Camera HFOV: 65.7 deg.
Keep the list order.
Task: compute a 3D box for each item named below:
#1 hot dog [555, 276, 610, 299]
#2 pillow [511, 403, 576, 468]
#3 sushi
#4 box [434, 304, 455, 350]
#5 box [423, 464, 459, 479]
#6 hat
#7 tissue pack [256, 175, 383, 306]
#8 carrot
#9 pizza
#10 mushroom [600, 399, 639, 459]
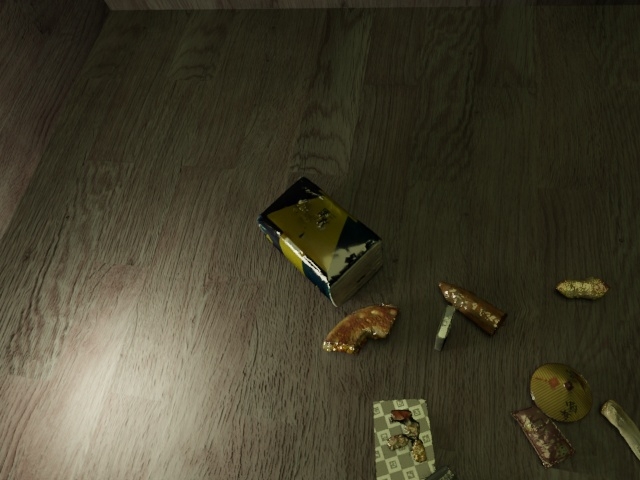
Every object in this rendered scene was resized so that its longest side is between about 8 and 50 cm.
[{"bbox_3d":[0.897,0.164,1.701,0.169,0.061,0.078,2,74,17],"label":"hot dog"},{"bbox_3d":[0.690,0.600,1.540,0.118,0.043,0.184,-22,65,-11],"label":"pillow"},{"bbox_3d":[0.269,0.650,1.587,0.193,0.043,0.279,-4,64,8],"label":"sushi"},{"bbox_3d":[0.415,0.296,1.657,0.036,0.177,0.115,19,71,18],"label":"box"},{"bbox_3d":[0.377,0.813,1.434,0.178,0.138,0.274,-35,69,-13],"label":"box"},{"bbox_3d":[0.768,0.465,1.553,0.193,0.082,0.192,0,58,1],"label":"hat"},{"bbox_3d":[0.000,0.000,1.830,0.264,0.253,0.416,-42,64,-11],"label":"tissue pack"},{"bbox_3d":[0.517,0.221,1.724,0.263,0.102,0.102,36,75,24],"label":"carrot"},{"bbox_3d":[0.150,0.317,1.744,0.306,0.085,0.161,-25,41,-5],"label":"pizza"},{"bbox_3d":[0.936,0.581,1.507,0.059,0.054,0.202,-34,69,-1],"label":"mushroom"}]
